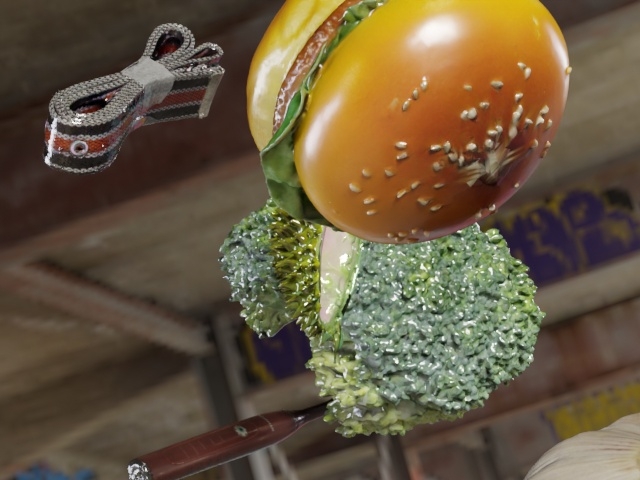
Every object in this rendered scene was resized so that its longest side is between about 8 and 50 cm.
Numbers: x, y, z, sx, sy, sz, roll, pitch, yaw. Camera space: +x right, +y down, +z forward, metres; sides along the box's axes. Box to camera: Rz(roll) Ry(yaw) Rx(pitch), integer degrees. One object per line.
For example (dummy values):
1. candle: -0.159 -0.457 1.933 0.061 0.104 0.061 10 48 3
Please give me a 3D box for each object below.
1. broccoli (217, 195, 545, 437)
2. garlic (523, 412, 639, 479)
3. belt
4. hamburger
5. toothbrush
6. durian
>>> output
1. broccoli: 0.054 0.096 2.055 0.375 0.249 0.302 19 -49 -6
2. garlic: 0.308 0.286 1.621 0.241 0.322 0.322 -46 -26 17
3. belt: -0.257 -0.192 2.484 0.359 0.126 0.094 -37 -24 -52
4. hamburger: 0.073 -0.096 1.332 0.246 0.170 0.246 -25 -41 -24
5. toothbrush: -0.075 0.217 2.038 0.041 0.041 0.364 -31 -11 40
6. durian: -0.010 -0.001 1.826 0.095 0.221 0.137 -7 -28 24
